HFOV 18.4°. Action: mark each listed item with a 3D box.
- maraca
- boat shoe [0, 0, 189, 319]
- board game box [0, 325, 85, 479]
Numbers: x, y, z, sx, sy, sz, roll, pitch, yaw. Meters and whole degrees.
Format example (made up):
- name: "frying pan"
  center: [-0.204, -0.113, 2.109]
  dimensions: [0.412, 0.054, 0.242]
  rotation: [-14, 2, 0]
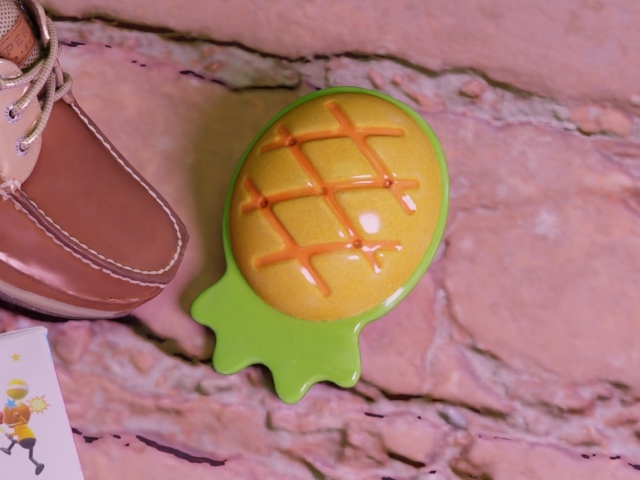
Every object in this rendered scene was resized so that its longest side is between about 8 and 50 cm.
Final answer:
- name: "maraca"
  center: [0.000, 0.000, 1.122]
  dimensions: [0.127, 0.099, 0.186]
  rotation: [23, 83, 16]
- name: "boat shoe"
  center: [-0.196, -0.078, 1.048]
  dimensions: [0.324, 0.120, 0.123]
  rotation: [37, 40, -23]
- name: "board game box"
  center: [-0.133, 0.226, 0.885]
  dimensions: [0.097, 0.224, 0.303]
  rotation: [-13, 63, -16]
